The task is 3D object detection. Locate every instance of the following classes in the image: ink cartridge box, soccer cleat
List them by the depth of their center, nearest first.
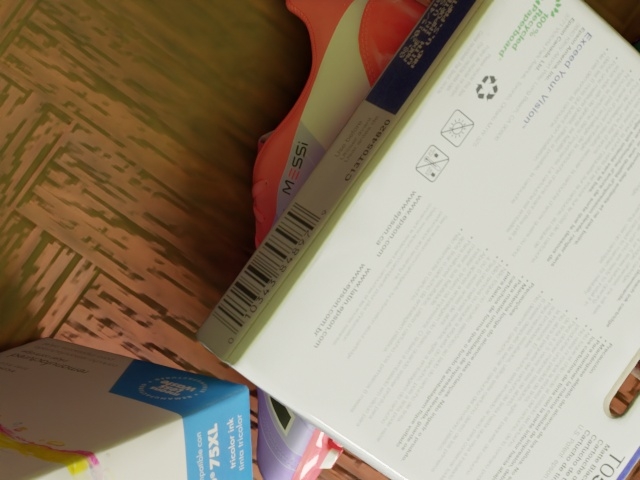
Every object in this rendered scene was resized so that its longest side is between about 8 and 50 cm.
[{"bbox_3d":[-0.151,0.114,0.840,0.231,0.134,0.078,-19,113,-49],"label":"ink cartridge box"},{"bbox_3d":[0.090,0.013,0.916,0.224,0.045,0.223,37,88,-32],"label":"ink cartridge box"},{"bbox_3d":[0.000,0.000,0.956,0.095,0.083,0.248,19,103,9],"label":"soccer cleat"}]

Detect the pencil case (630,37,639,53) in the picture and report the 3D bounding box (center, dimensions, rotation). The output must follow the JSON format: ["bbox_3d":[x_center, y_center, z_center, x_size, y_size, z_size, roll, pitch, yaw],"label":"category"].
[{"bbox_3d":[0.203,-0.040,1.006,0.152,0.064,0.070,48,61,-20],"label":"pencil case"}]

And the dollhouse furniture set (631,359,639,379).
[{"bbox_3d":[0.248,0.114,0.992,0.129,0.183,0.129,-18,107,-13],"label":"dollhouse furniture set"}]
